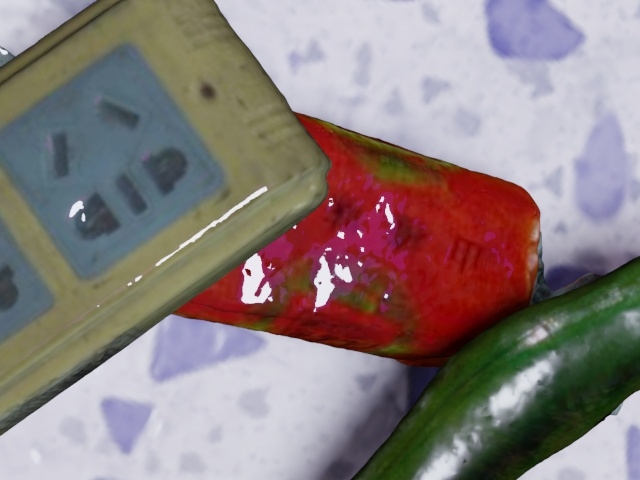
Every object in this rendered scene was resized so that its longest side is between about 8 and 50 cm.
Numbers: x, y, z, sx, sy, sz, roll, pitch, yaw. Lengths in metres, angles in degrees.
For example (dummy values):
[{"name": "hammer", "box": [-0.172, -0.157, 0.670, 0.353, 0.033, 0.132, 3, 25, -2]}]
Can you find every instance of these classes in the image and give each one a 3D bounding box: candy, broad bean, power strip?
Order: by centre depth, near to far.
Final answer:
[{"name": "power strip", "box": [-0.175, 0.059, 0.414, 0.387, 0.066, 0.092, -36, 85, -1]}, {"name": "candy", "box": [0.001, -0.001, 0.500, 0.292, 0.059, 0.086, 16, 89, -20]}, {"name": "broad bean", "box": [0.077, 0.092, 0.500, 0.292, 0.049, 0.144, -35, 125, -1]}]
